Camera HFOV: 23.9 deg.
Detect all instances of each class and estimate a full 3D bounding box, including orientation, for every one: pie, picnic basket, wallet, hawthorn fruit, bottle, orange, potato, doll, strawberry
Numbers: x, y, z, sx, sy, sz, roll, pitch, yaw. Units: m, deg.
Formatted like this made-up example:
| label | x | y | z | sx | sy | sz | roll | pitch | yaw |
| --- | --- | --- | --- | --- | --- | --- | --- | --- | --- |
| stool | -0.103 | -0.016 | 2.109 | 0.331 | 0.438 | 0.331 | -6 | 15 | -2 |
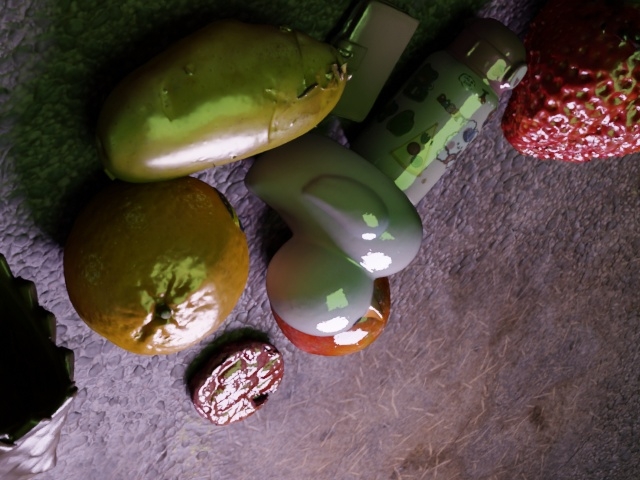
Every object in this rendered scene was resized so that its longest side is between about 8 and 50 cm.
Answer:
| label | x | y | z | sx | sy | sz | roll | pitch | yaw |
| --- | --- | --- | --- | --- | --- | --- | --- | --- | --- |
| pie | -0.117 | 0.195 | 2.107 | 0.153 | 0.038 | 0.153 | -24 | 137 | -25 |
| picnic basket | -0.407 | 0.131 | 1.561 | 0.291 | 0.254 | 0.321 | -22 | 150 | -28 |
| wallet | 0.049 | -0.223 | 1.848 | 0.118 | 0.039 | 0.152 | 16 | 110 | -53 |
| hawthorn fruit | 0.014 | 0.073 | 2.007 | 0.173 | 0.173 | 0.173 | -26 | 141 | -24 |
| bottle | 0.159 | -0.173 | 1.936 | 0.253 | 0.120 | 0.120 | -48 | 145 | 6 |
| orange | -0.187 | 0.027 | 1.743 | 0.219 | 0.193 | 0.219 | -18 | 148 | -11 |
| potato | -0.108 | -0.158 | 1.670 | 0.300 | 0.140 | 0.173 | -20 | 146 | -22 |
| doll | 0.000 | 0.000 | 1.851 | 0.221 | 0.221 | 0.251 | -45 | 105 | 1 |
| strawberry | 0.363 | -0.220 | 2.010 | 0.250 | 0.238 | 0.288 | 22 | 134 | -28 |
